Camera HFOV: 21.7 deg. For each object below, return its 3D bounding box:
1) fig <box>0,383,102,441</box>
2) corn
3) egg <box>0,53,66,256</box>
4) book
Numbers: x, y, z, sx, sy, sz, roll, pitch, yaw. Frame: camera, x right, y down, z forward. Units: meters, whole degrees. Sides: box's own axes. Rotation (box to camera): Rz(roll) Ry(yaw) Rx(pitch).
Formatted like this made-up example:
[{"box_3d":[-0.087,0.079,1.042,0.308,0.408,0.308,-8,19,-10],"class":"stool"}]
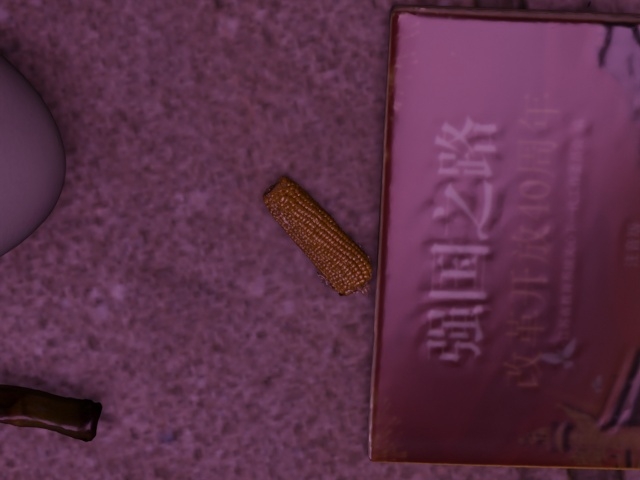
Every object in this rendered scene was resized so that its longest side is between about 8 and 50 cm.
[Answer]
[{"box_3d":[-0.282,0.111,0.883,0.290,0.190,0.190,26,100,-25],"class":"fig"},{"box_3d":[0.000,0.000,0.934,0.083,0.027,0.028,48,129,-9],"class":"corn"},{"box_3d":[-0.230,-0.050,0.848,0.209,0.151,0.151,9,103,-30],"class":"egg"},{"box_3d":[0.218,0.005,0.944,0.374,0.028,0.262,2,104,-3],"class":"book"}]
